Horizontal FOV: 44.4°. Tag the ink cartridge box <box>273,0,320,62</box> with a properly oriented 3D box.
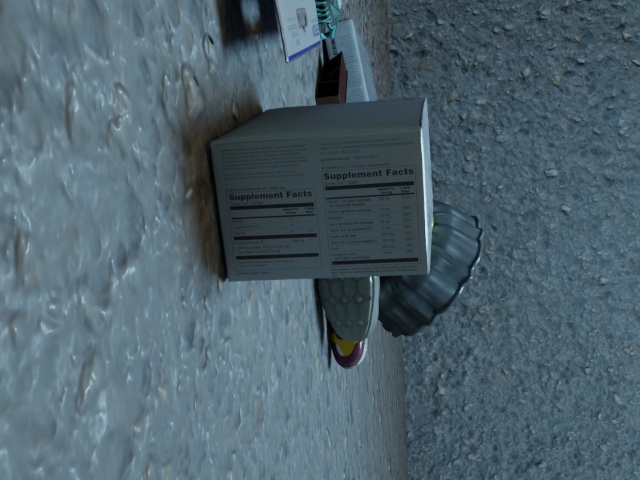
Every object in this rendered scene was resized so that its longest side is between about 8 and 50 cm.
[{"bbox_3d":[-0.062,-0.375,0.926,0.303,0.072,0.307,-68,155,-71],"label":"ink cartridge box"}]

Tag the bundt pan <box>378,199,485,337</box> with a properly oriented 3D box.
[{"bbox_3d":[0.203,0.045,1.745,0.124,0.331,0.331,35,34,-20],"label":"bundt pan"}]

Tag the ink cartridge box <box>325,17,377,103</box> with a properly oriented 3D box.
[{"bbox_3d":[0.087,-0.262,1.642,0.324,0.071,0.330,-3,83,-81],"label":"ink cartridge box"}]

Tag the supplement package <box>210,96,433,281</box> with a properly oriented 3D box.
[{"bbox_3d":[0.017,-0.066,0.861,0.262,0.204,0.145,-61,147,-72],"label":"supplement package"}]

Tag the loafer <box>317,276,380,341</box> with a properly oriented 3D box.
[{"bbox_3d":[0.051,0.005,1.290,0.111,0.112,0.319,-23,109,-63],"label":"loafer"}]

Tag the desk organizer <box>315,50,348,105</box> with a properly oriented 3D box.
[{"bbox_3d":[0.021,-0.283,1.426,0.050,0.047,0.130,72,18,-49],"label":"desk organizer"}]

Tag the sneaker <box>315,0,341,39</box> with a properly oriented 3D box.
[{"bbox_3d":[0.007,-0.397,1.347,0.166,0.065,0.076,25,65,-77],"label":"sneaker"}]

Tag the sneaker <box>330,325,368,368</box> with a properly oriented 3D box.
[{"bbox_3d":[0.039,0.127,1.364,0.084,0.070,0.185,39,45,-54],"label":"sneaker"}]
